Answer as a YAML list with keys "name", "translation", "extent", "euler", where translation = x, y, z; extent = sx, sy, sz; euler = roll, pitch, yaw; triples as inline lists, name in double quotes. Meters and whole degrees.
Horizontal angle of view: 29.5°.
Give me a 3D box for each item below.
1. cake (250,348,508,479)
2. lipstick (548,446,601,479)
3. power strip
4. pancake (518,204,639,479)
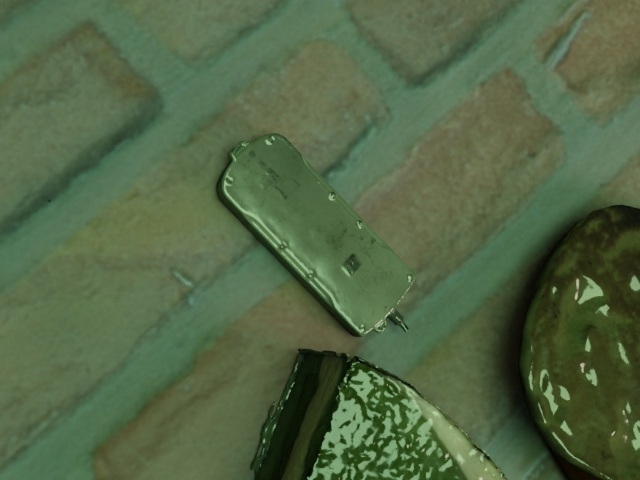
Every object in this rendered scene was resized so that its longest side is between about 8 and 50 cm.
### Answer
- name: "cake"
  translation: [0.025, 0.251, 1.002]
  extent: [0.172, 0.158, 0.283]
  euler: [24, 81, -14]
- name: "lipstick"
  translation: [0.322, 0.322, 1.133]
  extent: [0.057, 0.057, 0.356]
  euler: [-33, 94, -16]
- name: "power strip"
  translation: [0.000, 0.000, 1.082]
  extent: [0.227, 0.029, 0.080]
  euler: [47, 73, -7]
- name: "pancake"
  translation: [0.303, 0.106, 1.122]
  extent: [0.295, 0.049, 0.294]
  euler: [7, 69, -20]
